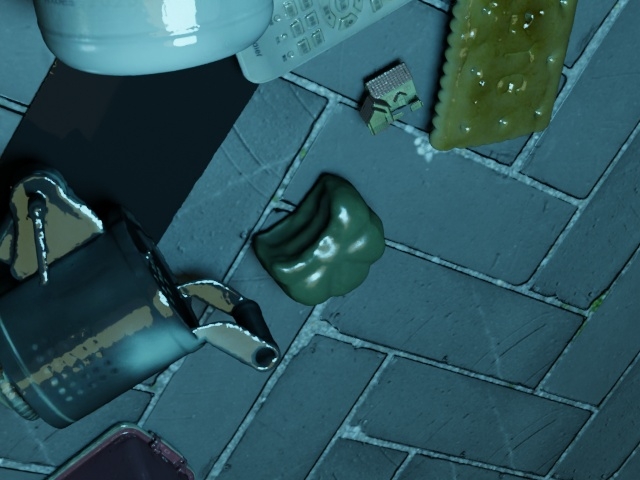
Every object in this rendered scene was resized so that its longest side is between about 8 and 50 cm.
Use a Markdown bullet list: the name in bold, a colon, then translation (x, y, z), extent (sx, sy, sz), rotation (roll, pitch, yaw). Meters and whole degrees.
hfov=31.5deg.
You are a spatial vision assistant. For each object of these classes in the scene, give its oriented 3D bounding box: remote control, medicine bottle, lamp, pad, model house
- **remote control**: translation (0.027, -0.306, 1.371), extent (0.313, 0.055, 0.109), rotation (-31, 136, -11)
- **medicine bottle**: translation (-0.179, -0.340, 1.118), extent (0.245, 0.245, 0.306), rotation (-15, 118, -17)
- **lamp**: translation (-0.279, 0.104, 1.386), extent (0.374, 0.205, 0.272), rotation (39, 98, -23)
- **pad**: translation (-0.230, -0.141, 1.382), extent (0.247, 0.007, 0.367), rotation (22, 110, -36)
- **model house**: translation (0.085, -0.186, 1.475), extent (0.083, 0.057, 0.058), rotation (-28, 134, -4)

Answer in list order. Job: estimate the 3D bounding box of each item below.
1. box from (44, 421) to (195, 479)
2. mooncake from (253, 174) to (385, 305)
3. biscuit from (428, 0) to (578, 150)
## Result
- **box**: translation (-0.308, 0.428, 1.624), extent (0.294, 0.167, 0.193), rotation (-39, 132, 2)
- **mooncake**: translation (0.000, 0.000, 1.531), extent (0.168, 0.104, 0.175), rotation (9, 114, -24)
- **biscuit**: translation (0.253, -0.273, 1.491), extent (0.217, 0.044, 0.325), rotation (-11, 126, -29)
